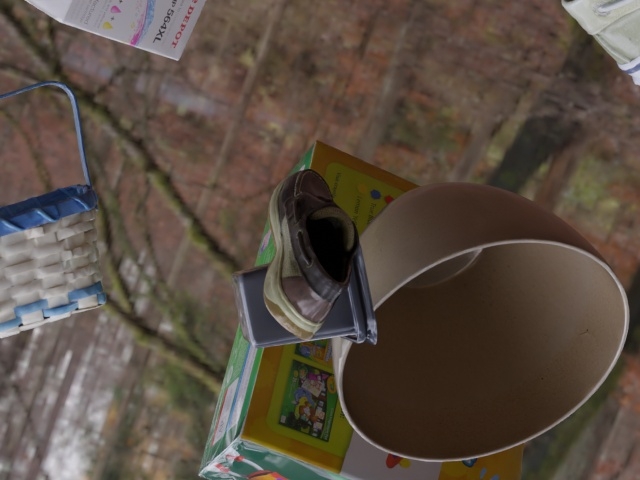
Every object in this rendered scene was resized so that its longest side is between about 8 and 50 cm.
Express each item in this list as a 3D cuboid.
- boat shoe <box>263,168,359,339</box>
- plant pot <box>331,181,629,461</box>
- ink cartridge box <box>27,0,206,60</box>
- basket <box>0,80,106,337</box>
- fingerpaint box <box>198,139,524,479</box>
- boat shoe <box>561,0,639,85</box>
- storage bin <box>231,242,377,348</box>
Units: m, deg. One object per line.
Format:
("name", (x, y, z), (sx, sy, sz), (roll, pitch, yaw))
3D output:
("boat shoe", (0.000, 0.000, 0.758), (0.056, 0.049, 0.152), (40, -154, -26))
("plant pot", (0.133, 0.051, 1.224), (0.284, 0.284, 0.191), (16, -147, -27))
("ink cartridge box", (-0.144, -0.197, 0.888), (0.090, 0.092, 0.143), (34, -167, 31))
("basket", (-0.396, -0.032, 1.514), (0.254, 0.289, 0.201), (-15, -167, -19))
("fingerpaint box", (0.083, 0.148, 1.620), (0.371, 0.445, 0.163), (22, 145, -14))
("boat shoe", (0.242, -0.183, 0.655), (0.094, 0.302, 0.109), (29, -130, -11))
("storage bin", (-0.018, 0.037, 0.936), (0.091, 0.098, 0.135), (-11, -179, -8))
